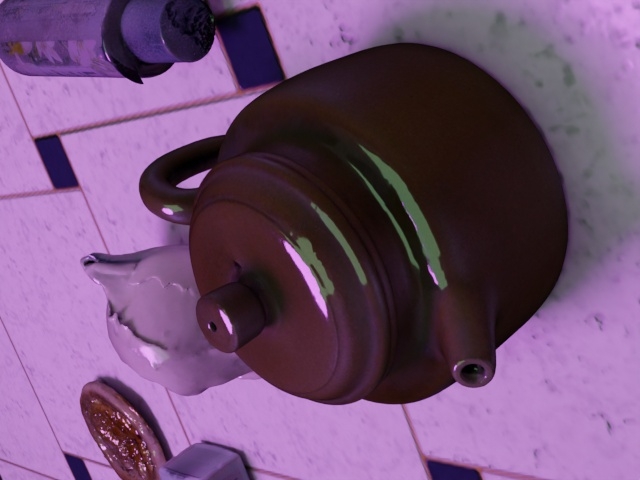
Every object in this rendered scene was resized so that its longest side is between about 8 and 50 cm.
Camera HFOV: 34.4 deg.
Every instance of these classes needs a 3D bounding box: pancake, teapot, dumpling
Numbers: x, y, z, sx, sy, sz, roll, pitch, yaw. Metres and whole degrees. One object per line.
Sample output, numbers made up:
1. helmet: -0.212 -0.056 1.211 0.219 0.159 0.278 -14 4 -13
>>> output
1. pancake: -0.203 0.203 1.067 0.139 0.022 0.139 30 136 34
2. teapot: 0.000 0.000 0.555 0.268 0.175 0.185 26 130 37
3. dumpling: -0.102 0.067 0.793 0.188 0.108 0.127 22 156 18

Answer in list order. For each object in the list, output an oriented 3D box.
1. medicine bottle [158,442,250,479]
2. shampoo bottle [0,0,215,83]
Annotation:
1. medicine bottle: -0.092 0.249 0.941 0.074 0.055 0.118 1 116 48
2. shampoo bottle: -0.155 -0.146 0.723 0.214 0.072 0.072 10 123 46
